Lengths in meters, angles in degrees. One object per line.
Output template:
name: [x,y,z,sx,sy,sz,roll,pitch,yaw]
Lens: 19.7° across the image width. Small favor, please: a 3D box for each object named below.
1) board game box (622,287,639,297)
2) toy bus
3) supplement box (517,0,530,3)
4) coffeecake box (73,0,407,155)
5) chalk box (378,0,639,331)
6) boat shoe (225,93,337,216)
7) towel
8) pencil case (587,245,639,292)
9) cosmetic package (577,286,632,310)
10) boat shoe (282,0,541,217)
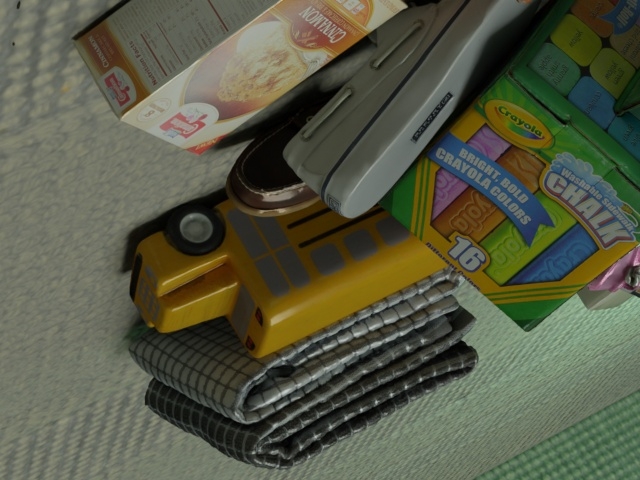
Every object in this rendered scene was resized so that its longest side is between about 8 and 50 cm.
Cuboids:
board game box: [0.370,-0.045,1.963,0.303,0.097,0.224,24,132,-26]
toy bus: [0.000,0.000,1.644,0.332,0.130,0.108,-25,162,-21]
supplement box: [0.218,-0.274,1.342,0.233,0.080,0.078,-32,164,8]
coffeecake box: [-0.051,-0.146,1.243,0.185,0.068,0.142,-35,164,11]
chalk box: [0.214,-0.092,1.506,0.180,0.179,0.289,-51,-177,-39]
boat shoe: [0.012,-0.089,1.525,0.207,0.073,0.073,-30,164,-31]
towel: [-0.011,0.105,1.784,0.283,0.121,0.235,-26,-160,-23]
pencil case: [0.306,-0.119,1.676,0.160,0.167,0.386,-40,157,-36]
cosmetic package: [0.408,-0.061,2.166,0.296,0.153,0.129,-37,164,21]
boat shoe: [0.076,-0.143,1.447,0.267,0.088,0.096,-52,161,5]
